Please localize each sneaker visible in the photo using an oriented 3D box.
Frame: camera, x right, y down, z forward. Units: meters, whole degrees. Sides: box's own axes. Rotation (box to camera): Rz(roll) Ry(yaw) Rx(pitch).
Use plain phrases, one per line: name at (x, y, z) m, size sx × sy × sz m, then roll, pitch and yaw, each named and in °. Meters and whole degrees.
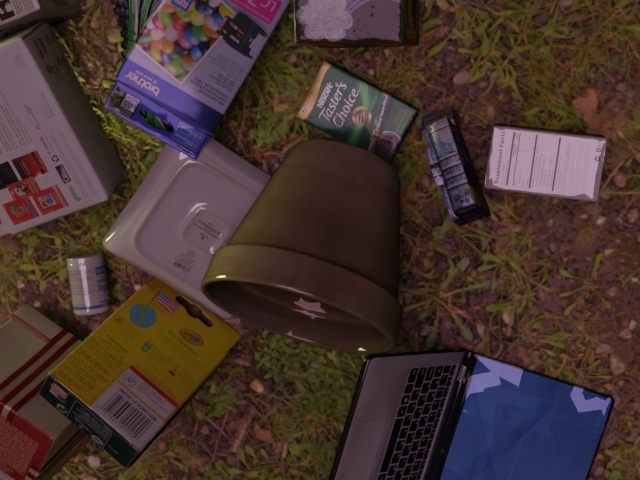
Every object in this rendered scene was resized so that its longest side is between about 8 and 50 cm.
sneaker at (-0.263, -0.335, 1.789) m, size 0.146 × 0.134 × 0.343 m, roll -9°, pitch 101°, yaw 5°

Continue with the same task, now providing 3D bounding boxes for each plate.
plate at (-0.197, -0.022, 1.826) m, size 0.277 × 0.045 × 0.278 m, roll 32°, pitch 106°, yaw -15°

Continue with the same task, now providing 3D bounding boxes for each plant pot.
plant pot at (0.000, 0.000, 1.700) m, size 0.323 × 0.323 × 0.280 m, roll 13°, pitch 72°, yaw 10°

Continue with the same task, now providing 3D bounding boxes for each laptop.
laptop at (0.235, 0.400, 1.756) m, size 0.236 × 0.408 × 0.381 m, roll 26°, pitch 106°, yaw 42°

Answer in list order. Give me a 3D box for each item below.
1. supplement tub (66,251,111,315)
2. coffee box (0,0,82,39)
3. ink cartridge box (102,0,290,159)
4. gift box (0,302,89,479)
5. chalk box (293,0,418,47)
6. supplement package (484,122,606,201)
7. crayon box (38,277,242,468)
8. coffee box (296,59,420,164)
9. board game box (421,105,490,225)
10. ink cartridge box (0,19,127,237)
supplement tub at (-0.425, 0.080, 1.922) m, size 0.071 × 0.071 × 0.107 m, roll -4°, pitch 99°, yaw 13°
coffee box at (-0.596, -0.400, 1.831) m, size 0.297 × 0.168 × 0.118 m, roll -19°, pitch 95°, yaw 14°
ink cartridge box at (-0.205, -0.308, 1.718) m, size 0.186 × 0.065 × 0.311 m, roll 30°, pitch 94°, yaw -10°
gift box at (-0.541, 0.298, 1.894) m, size 0.255 × 0.258 × 0.276 m, roll 38°, pitch 124°, yaw 2°
chalk box at (0.061, -0.457, 1.678) m, size 0.180 × 0.179 × 0.288 m, roll 2°, pitch 99°, yaw 13°
supplement package at (0.364, -0.129, 1.701) m, size 0.179 × 0.105 × 0.105 m, roll 8°, pitch 101°, yaw 11°
crayon box at (-0.305, 0.217, 1.831) m, size 0.202 × 0.318 × 0.081 m, roll 40°, pitch 136°, yaw 4°
coffee box at (0.062, -0.217, 1.784) m, size 0.184 × 0.040 × 0.113 m, roll 30°, pitch 104°, yaw 6°
board game box at (0.211, -0.131, 1.713) m, size 0.060 × 0.194 × 0.194 m, roll -20°, pitch 80°, yaw 13°
ink cartridge box at (-0.538, -0.183, 1.831) m, size 0.272 × 0.130 × 0.309 m, roll -18°, pitch 112°, yaw 14°
